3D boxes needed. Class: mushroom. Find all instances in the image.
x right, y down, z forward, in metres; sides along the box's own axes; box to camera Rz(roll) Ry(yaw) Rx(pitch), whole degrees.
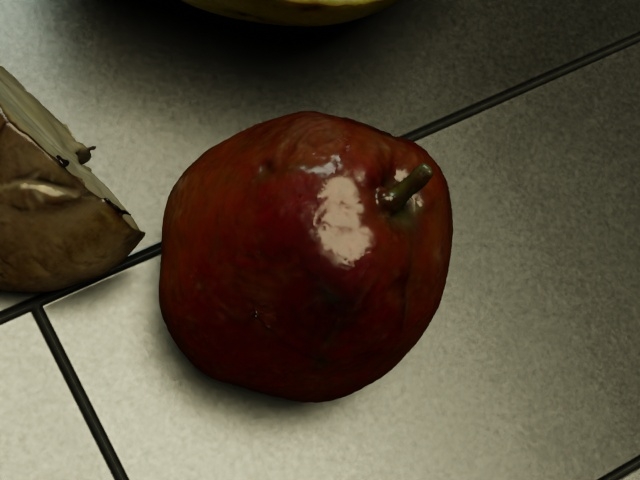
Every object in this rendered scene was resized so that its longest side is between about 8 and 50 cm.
[{"bbox_3d":[-0.274,-0.063,1.035,0.151,0.156,0.285,-43,85,5],"label":"mushroom"}]

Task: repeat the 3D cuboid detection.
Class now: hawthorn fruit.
[{"bbox_3d":[0.000,0.000,1.003,0.224,0.261,0.224,7,70,-20],"label":"hawthorn fruit"}]

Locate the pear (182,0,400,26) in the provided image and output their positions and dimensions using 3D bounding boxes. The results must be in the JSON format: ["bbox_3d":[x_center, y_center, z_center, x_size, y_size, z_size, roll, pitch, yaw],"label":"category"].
[{"bbox_3d":[-0.046,-0.314,1.134,0.387,0.191,0.340,-11,79,-19],"label":"pear"}]
